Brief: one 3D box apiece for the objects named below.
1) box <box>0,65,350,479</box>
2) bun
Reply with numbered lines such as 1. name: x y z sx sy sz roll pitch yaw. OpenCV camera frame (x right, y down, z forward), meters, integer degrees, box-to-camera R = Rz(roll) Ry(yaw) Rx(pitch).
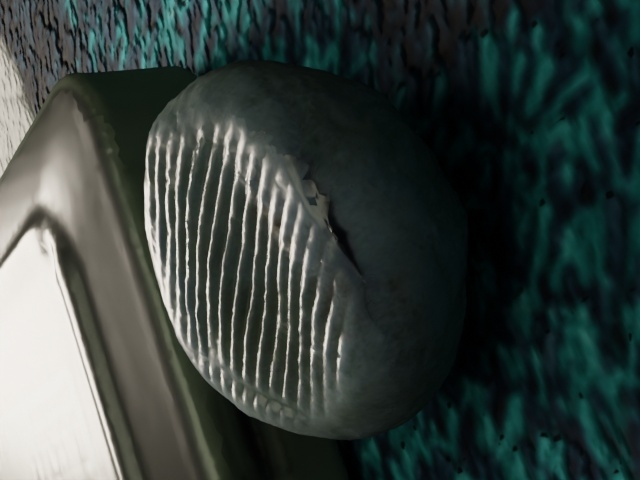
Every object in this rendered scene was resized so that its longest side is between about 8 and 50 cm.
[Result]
1. box: -0.105 0.140 0.640 0.367 0.090 0.373 -38 67 57
2. bun: 0.000 0.000 0.426 0.141 0.083 0.141 29 131 41
